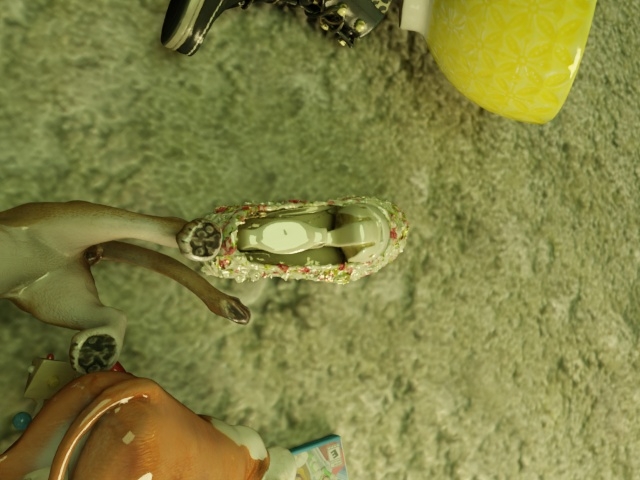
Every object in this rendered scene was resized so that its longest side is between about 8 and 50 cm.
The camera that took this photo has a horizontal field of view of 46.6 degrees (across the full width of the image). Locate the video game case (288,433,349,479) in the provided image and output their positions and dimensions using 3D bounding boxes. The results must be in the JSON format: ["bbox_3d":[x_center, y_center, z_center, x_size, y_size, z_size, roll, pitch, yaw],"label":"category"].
[{"bbox_3d":[-0.018,0.280,0.696,0.119,0.015,0.166,-11,91,-30],"label":"video game case"}]

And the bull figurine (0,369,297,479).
[{"bbox_3d":[-0.126,0.186,0.535,0.188,0.101,0.310,-41,147,-10],"label":"bull figurine"}]

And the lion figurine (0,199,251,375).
[{"bbox_3d":[-0.261,0.008,0.504,0.392,0.240,0.142,17,86,-43],"label":"lion figurine"}]

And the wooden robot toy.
[{"bbox_3d":[-0.186,0.117,0.572,0.076,0.079,0.173,-44,144,-15],"label":"wooden robot toy"}]

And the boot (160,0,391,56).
[{"bbox_3d":[-0.028,-0.233,0.698,0.179,0.085,0.236,34,67,-25],"label":"boot"}]

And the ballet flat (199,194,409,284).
[{"bbox_3d":[0.000,0.000,0.698,0.241,0.077,0.091,-8,88,-30],"label":"ballet flat"}]

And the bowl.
[{"bbox_3d":[0.160,-0.264,0.735,0.156,0.289,0.289,5,82,2],"label":"bowl"}]
